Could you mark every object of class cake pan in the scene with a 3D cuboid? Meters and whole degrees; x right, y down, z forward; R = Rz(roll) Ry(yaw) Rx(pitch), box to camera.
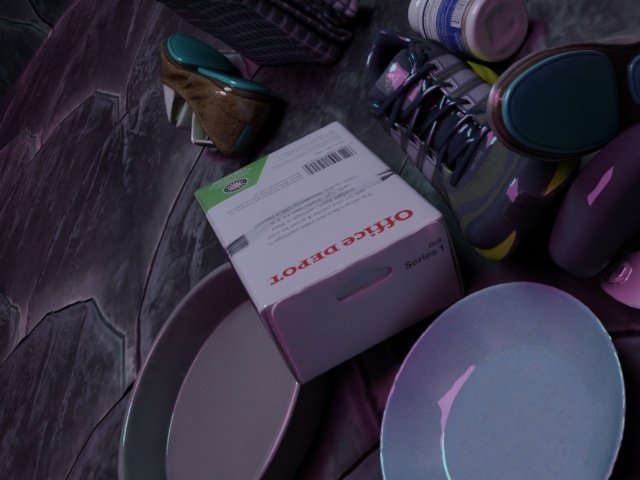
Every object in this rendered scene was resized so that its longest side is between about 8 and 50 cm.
[{"bbox_3d":[-0.097,0.157,0.778,0.293,0.054,0.293,-33,42,34],"label":"cake pan"}]

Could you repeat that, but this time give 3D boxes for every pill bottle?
[{"bbox_3d":[0.136,-0.212,0.747,0.067,0.067,0.120,-57,34,4],"label":"pill bottle"}]

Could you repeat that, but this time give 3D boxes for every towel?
[{"bbox_3d":[-0.108,-0.316,1.000,0.283,0.235,0.121,28,91,58],"label":"towel"}]

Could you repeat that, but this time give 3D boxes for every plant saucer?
[{"bbox_3d":[0.123,0.123,0.530,0.195,0.037,0.195,-31,43,35],"label":"plant saucer"}]

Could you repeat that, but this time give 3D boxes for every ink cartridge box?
[{"bbox_3d":[0.000,0.000,0.683,0.160,0.093,0.219,-27,35,-7],"label":"ink cartridge box"}]

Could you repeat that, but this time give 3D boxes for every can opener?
[{"bbox_3d":[0.254,-0.076,0.460,0.283,0.095,0.076,-53,34,21],"label":"can opener"}]

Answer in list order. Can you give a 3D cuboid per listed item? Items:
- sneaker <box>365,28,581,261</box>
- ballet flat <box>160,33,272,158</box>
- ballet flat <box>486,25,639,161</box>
[{"bbox_3d":[0.098,-0.087,0.614,0.111,0.121,0.300,-56,21,18],"label":"sneaker"},{"bbox_3d":[-0.164,-0.202,1.118,0.342,0.116,0.124,44,120,52],"label":"ballet flat"},{"bbox_3d":[0.181,-0.100,0.517,0.068,0.213,0.072,17,122,62],"label":"ballet flat"}]
